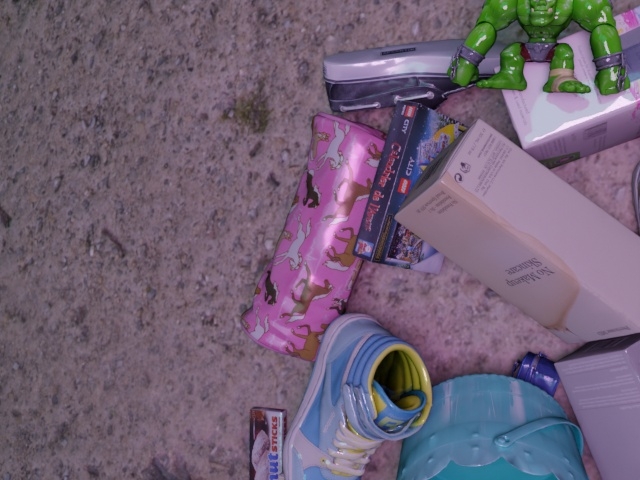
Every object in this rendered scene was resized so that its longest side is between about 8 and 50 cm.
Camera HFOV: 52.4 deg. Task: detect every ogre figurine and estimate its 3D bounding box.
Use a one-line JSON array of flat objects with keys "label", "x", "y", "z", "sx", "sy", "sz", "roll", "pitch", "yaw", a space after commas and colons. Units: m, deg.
[{"label": "ogre figurine", "x": 0.251, "y": -0.231, "z": 0.750, "sx": 0.197, "sy": 0.097, "sz": 0.118, "roll": 14, "pitch": 106, "yaw": 40}]

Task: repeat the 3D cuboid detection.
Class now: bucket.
[{"label": "bucket", "x": 0.228, "y": 0.328, "z": 0.868, "sx": 0.281, "sy": 0.183, "sz": 0.281, "roll": 5, "pitch": 121, "yaw": 9}]

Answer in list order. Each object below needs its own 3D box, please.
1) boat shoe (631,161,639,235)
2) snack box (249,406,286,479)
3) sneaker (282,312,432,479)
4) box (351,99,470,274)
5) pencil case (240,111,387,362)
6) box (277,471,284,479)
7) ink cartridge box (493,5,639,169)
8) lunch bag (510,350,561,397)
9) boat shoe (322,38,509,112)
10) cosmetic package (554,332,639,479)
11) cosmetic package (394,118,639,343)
[{"label": "boat shoe", "x": 0.485, "y": 0.031, "z": 0.861, "sx": 0.118, "sy": 0.103, "sz": 0.320, "roll": -8, "pitch": 86, "yaw": 22}, {"label": "snack box", "x": -0.092, "y": 0.383, "z": 1.134, "sx": 0.064, "sy": 0.022, "sz": 0.178, "roll": 0, "pitch": 89, "yaw": 21}, {"label": "sneaker", "x": 0.049, "y": 0.268, "z": 0.894, "sx": 0.127, "sy": 0.208, "sz": 0.319, "roll": 12, "pitch": 89, "yaw": -23}, {"label": "box", "x": 0.147, "y": -0.073, "z": 0.970, "sx": 0.044, "sy": 0.159, "sz": 0.233, "roll": 22, "pitch": 98, "yaw": 48}, {"label": "pencil case", "x": 0.000, "y": 0.000, "z": 1.030, "sx": 0.160, "sy": 0.167, "sz": 0.386, "roll": 20, "pitch": 96, "yaw": 2}, {"label": "box", "x": -0.013, "y": 0.505, "z": 1.054, "sx": 0.094, "sy": 0.113, "sz": 0.275, "roll": 3, "pitch": 92, "yaw": 22}, {"label": "ink cartridge box", "x": 0.422, "y": -0.215, "z": 0.834, "sx": 0.353, "sy": 0.207, "sz": 0.119, "roll": -20, "pitch": 79, "yaw": 19}, {"label": "lunch bag", "x": 0.309, "y": 0.209, "z": 0.949, "sx": 0.065, "sy": 0.067, "sz": 0.098, "roll": 20, "pitch": 97, "yaw": 21}, {"label": "boat shoe", "x": 0.155, "y": -0.244, "z": 1.007, "sx": 0.301, "sy": 0.108, "sz": 0.102, "roll": -3, "pitch": 120, "yaw": 10}, {"label": "cosmetic package", "x": 0.426, "y": 0.249, "z": 0.859, "sx": 0.127, "sy": 0.107, "sz": 0.238, "roll": -30, "pitch": 80, "yaw": 56}, {"label": "cosmetic package", "x": 0.270, "y": -0.002, "z": 0.853, "sx": 0.309, "sy": 0.160, "sz": 0.113, "roll": 36, "pitch": 69, "yaw": -2}]
